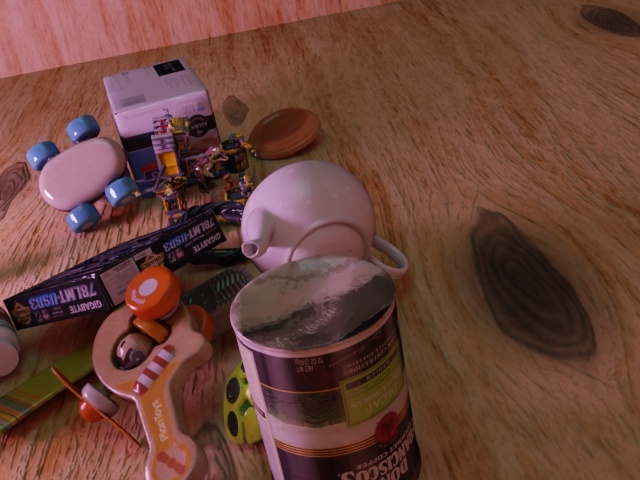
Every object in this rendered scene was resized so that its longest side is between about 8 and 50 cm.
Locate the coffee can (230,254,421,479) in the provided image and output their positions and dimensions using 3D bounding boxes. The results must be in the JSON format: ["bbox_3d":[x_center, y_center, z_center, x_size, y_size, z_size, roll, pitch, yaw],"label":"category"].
[{"bbox_3d":[0.012,0.186,1.049,0.202,0.275,0.201,-9,29,5],"label":"coffee can"}]

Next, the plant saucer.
[{"bbox_3d":[-0.099,-0.284,2.143,0.200,0.037,0.200,-14,39,12],"label":"plant saucer"}]

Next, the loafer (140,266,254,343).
[{"bbox_3d":[-0.218,0.141,1.407,0.269,0.092,0.102,-24,47,10],"label":"loafer"}]

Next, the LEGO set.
[{"bbox_3d":[-0.265,-0.176,1.841,0.255,0.192,0.331,-5,37,3],"label":"LEGO set"}]

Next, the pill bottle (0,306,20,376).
[{"bbox_3d":[-0.580,0.177,1.465,0.086,0.086,0.152,-22,30,-21],"label":"pill bottle"}]

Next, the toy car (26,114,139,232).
[{"bbox_3d":[-0.536,-0.139,1.975,0.210,0.219,0.238,-34,-10,-2],"label":"toy car"}]

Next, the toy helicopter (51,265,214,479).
[{"bbox_3d":[-0.254,0.222,1.196,0.235,0.140,0.355,-30,46,1],"label":"toy helicopter"}]

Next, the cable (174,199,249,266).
[{"bbox_3d":[-0.202,-0.017,1.679,0.185,0.047,0.150,-6,52,6],"label":"cable"}]

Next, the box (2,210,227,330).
[{"bbox_3d":[-0.367,0.055,1.495,0.296,0.073,0.293,-15,11,39],"label":"box"}]

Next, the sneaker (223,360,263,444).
[{"bbox_3d":[-0.053,0.183,1.256,0.110,0.123,0.295,5,50,22],"label":"sneaker"}]

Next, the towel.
[{"bbox_3d":[-0.448,0.241,1.356,0.102,0.021,0.237,4,30,44],"label":"towel"}]

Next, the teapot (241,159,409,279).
[{"bbox_3d":[0.000,0.000,1.420,0.256,0.252,0.187,-28,44,-6],"label":"teapot"}]

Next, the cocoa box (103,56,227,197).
[{"bbox_3d":[-0.398,-0.295,2.112,0.232,0.227,0.347,-17,29,-11],"label":"cocoa box"}]
